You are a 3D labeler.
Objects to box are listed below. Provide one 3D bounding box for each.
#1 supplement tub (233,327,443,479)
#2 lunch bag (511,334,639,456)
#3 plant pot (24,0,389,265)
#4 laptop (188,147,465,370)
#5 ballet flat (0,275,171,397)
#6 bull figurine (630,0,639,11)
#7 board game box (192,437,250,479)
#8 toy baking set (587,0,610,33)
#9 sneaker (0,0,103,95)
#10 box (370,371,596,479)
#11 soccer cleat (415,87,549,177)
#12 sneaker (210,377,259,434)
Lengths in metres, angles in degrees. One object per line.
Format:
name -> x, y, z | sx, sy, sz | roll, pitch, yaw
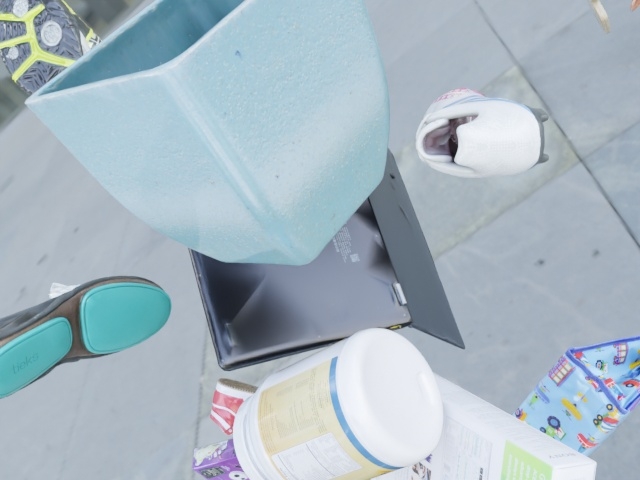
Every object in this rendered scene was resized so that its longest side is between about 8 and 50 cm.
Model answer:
supplement tub -> 0.015, 0.191, 0.928 | 0.200, 0.144, 0.144 | -31, 29, 38
lunch bag -> 0.503, 0.265, 1.526 | 0.138, 0.293, 0.221 | 50, 134, 26
plant pot -> -0.077, -0.113, 0.854 | 0.247, 0.252, 0.248 | 1, 41, 46
laptop -> 0.000, 0.000, 1.293 | 0.408, 0.236, 0.381 | -12, 67, -14
ballet flat -> -0.291, 0.092, 0.964 | 0.096, 0.095, 0.280 | 13, 17, 30
bull figurine -> 0.312, -0.412, 1.068 | 0.310, 0.188, 0.101 | 34, 77, 20
board game box -> -0.056, 0.462, 1.626 | 0.208, 0.347, 0.056 | -17, 45, 26
toy baking set -> 0.149, -0.246, 0.569 | 0.030, 0.256, 0.196 | -30, 14, 18
sneaker -> -0.387, -0.265, 1.423 | 0.145, 0.384, 0.147 | -38, -5, 17
box -> 0.155, 0.287, 0.937 | 0.322, 0.059, 0.232 | -157, 69, -63
soccer cleat -> 0.178, -0.149, 1.181 | 0.143, 0.115, 0.331 | -6, 9, -14
sneaker -> -0.087, 0.230, 1.141 | 0.042, 0.119, 0.067 | -73, 1, -82
